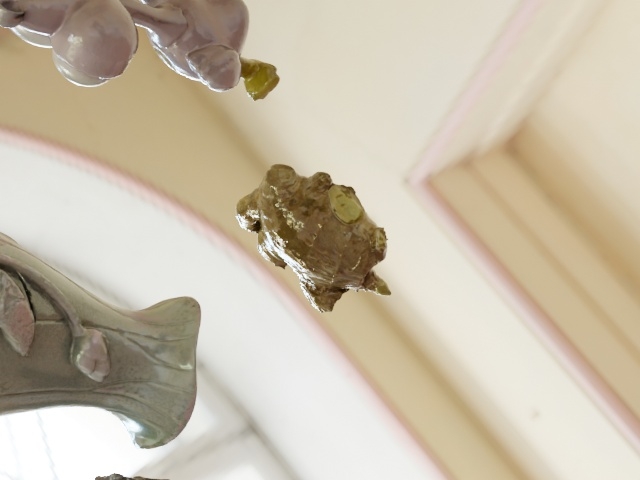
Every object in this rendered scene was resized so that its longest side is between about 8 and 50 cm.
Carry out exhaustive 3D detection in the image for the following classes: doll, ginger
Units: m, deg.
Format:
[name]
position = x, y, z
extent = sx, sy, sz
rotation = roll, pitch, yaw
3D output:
[doll]
position = -0.176, -0.208, 1.728
extent = 0.365, 0.160, 0.094
rotation = -3, -40, -52
[ginger]
position = 0.000, 0.000, 2.183
extent = 0.157, 0.216, 0.102
rotation = -50, 1, 36

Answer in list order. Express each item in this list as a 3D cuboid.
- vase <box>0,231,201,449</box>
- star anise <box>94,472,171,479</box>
[vase]
position = -0.345, 0.102, 1.970
extent = 0.445, 0.250, 0.250
rotation = 17, -52, -30
[star anise]
position = -0.258, 0.325, 2.141
extent = 0.195, 0.065, 0.182
rotation = -21, -20, -14
